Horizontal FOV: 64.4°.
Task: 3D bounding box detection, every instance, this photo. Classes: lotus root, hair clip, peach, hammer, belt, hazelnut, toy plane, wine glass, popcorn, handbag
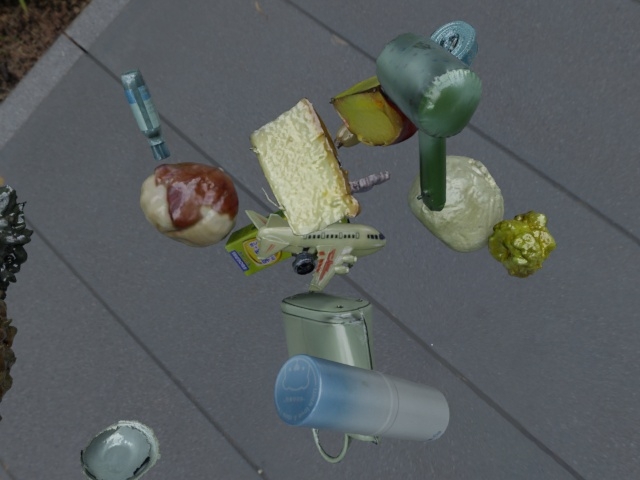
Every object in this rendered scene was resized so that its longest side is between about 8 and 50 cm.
[{"bbox_3d":[0.098,-0.302,1.369,0.150,0.062,0.073,-37,73,2],"label":"lotus root"},{"bbox_3d":[0.058,-0.160,1.518,0.299,0.173,0.069,-4,98,15],"label":"hair clip"},{"bbox_3d":[0.165,-0.305,1.150,0.154,0.267,0.159,-41,111,-19],"label":"peach"},{"bbox_3d":[0.190,-0.181,0.907,0.118,0.336,0.207,-19,43,-6],"label":"hammer"},{"bbox_3d":[0.363,-0.525,1.417,0.163,0.082,0.148,-41,51,-3],"label":"belt"},{"bbox_3d":[-0.331,-0.104,1.351,0.260,0.261,0.241,12,66,14],"label":"hazelnut"},{"bbox_3d":[0.000,0.000,0.891,0.104,0.255,0.242,-56,37,31],"label":"toy plane"},{"bbox_3d":[-0.403,0.510,1.012,0.143,0.143,0.321,27,121,16],"label":"wine glass"},{"bbox_3d":[0.587,0.012,1.488,0.155,0.198,0.198,-22,73,-17],"label":"popcorn"},{"bbox_3d":[0.025,0.257,0.949,0.241,0.109,0.316,4,105,52],"label":"handbag"}]

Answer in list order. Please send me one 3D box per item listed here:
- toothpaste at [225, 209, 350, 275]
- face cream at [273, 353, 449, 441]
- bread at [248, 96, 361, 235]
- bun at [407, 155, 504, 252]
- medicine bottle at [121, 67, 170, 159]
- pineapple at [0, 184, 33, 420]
[{"bbox_3d":[-0.090,-0.020,1.346,0.327,0.077,0.110,-24,117,20],"label":"toothpaste"},{"bbox_3d":[0.059,0.196,0.617,0.077,0.250,0.077,-22,56,38],"label":"face cream"},{"bbox_3d":[-0.019,-0.066,0.503,0.084,0.080,0.109,-27,49,10],"label":"bread"},{"bbox_3d":[0.452,-0.140,1.654,0.227,0.352,0.349,-46,44,34],"label":"bun"},{"bbox_3d":[-0.410,-0.294,1.201,0.053,0.090,0.209,-18,119,-9],"label":"medicine bottle"},{"bbox_3d":[-0.379,0.072,0.475,0.201,0.202,0.362,-18,42,8],"label":"pineapple"}]
